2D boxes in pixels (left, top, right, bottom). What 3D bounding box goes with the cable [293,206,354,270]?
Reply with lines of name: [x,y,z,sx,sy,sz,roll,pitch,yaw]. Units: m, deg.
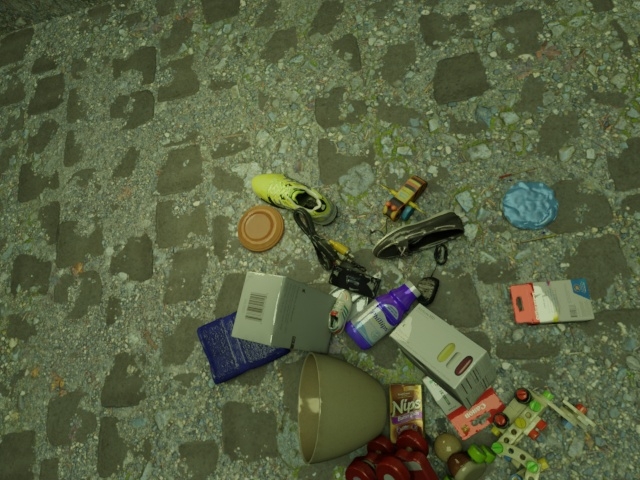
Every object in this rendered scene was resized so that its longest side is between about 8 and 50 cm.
cable: [0.000,0.000,1.663,0.287,0.139,0.072,49,48,10]

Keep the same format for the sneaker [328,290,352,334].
sneaker: [0.066,0.248,1.546,0.057,0.075,0.161,12,73,24]

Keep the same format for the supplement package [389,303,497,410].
supplement package: [0.381,0.357,1.370,0.145,0.204,0.262,-46,45,-9]

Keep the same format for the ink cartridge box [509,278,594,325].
ink cartridge box: [0.746,0.205,1.445,0.231,0.078,0.134,-6,72,12]

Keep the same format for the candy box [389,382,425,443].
candy box: [0.286,0.569,1.454,0.109,0.053,0.186,-6,70,22]

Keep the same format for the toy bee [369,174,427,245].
toy bee: [0.295,-0.124,1.611,0.196,0.162,0.297,15,78,16]

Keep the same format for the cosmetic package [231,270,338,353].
cosmetic package: [-0.101,0.248,1.466,0.156,0.385,0.217,5,78,30]

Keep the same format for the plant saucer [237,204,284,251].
plant saucer: [-0.246,-0.053,1.786,0.200,0.037,0.199,-4,73,12]

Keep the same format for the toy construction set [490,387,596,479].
toy construction set: [0.647,0.577,1.318,0.328,0.151,0.215,-40,44,-8]

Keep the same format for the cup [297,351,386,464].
cup: [0.072,0.531,1.413,0.237,0.331,0.330,6,73,-13]

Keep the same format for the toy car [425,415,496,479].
toy car: [0.413,0.658,1.381,0.155,0.149,0.188,-54,44,7]

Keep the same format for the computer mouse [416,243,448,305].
computer mouse: [0.406,0.124,1.579,0.071,0.041,0.241,12,70,42]

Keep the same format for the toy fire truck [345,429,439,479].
toy fire truck: [0.237,0.743,1.339,0.302,0.169,0.253,-32,85,39]

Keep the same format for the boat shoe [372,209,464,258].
boat shoe: [0.352,-0.004,1.581,0.336,0.112,0.095,-25,51,3]

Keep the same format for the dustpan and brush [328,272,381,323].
dustpan and brush: [0.140,0.191,1.605,0.211,0.060,0.147,-39,69,0]

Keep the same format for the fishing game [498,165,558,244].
fishing game: [0.744,-0.126,1.569,0.189,0.041,0.263,-16,79,9]

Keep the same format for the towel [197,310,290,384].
towel: [-0.288,0.375,1.653,0.309,0.076,0.227,-24,77,5]

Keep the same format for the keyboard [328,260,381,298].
keyboard: [0.125,0.132,1.583,0.180,0.023,0.108,18,94,15]

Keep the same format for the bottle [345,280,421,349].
bottle: [0.222,0.254,1.538,0.283,0.092,0.118,-40,95,2]

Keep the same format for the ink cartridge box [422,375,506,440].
ink cartridge box: [0.470,0.504,1.437,0.181,0.056,0.224,-34,67,2]

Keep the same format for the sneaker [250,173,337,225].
sneaker: [-0.113,-0.189,1.737,0.385,0.147,0.145,22,82,20]
